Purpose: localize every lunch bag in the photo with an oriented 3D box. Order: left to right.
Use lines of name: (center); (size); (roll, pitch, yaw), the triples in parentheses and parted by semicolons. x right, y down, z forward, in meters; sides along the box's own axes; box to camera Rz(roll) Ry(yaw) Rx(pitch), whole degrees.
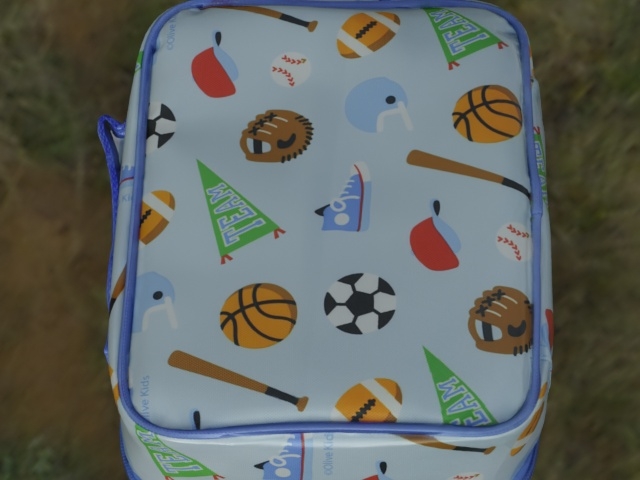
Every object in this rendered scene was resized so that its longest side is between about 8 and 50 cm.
lunch bag: (0.000, 0.000, 1.059); (0.243, 0.115, 0.303); (-1, 55, 4)
